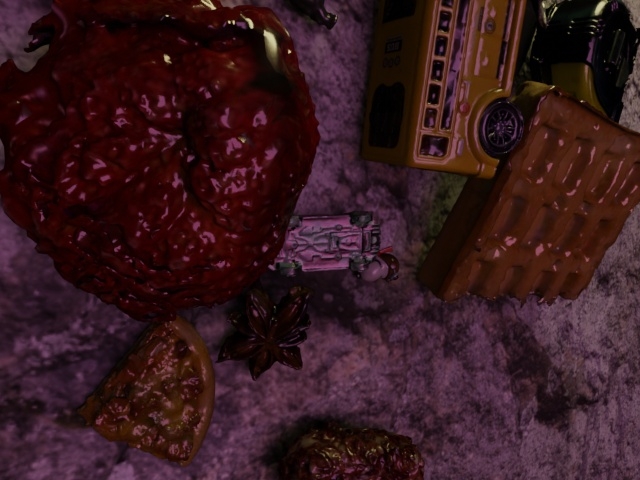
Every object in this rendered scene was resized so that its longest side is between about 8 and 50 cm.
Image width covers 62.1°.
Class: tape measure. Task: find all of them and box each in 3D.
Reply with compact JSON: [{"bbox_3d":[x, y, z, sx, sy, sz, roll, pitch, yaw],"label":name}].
[{"bbox_3d":[0.384,-0.254,0.773,0.186,0.112,0.199,19,85,-44],"label":"tape measure"}]

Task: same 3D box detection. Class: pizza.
[{"bbox_3d":[-0.166,0.164,0.535,0.134,0.046,0.174,-21,111,-29],"label":"pizza"}]

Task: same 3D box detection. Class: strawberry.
[{"bbox_3d":[-0.108,-0.070,0.422,0.274,0.220,0.274,-6,100,-36],"label":"strawberry"}]

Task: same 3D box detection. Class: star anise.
[{"bbox_3d":[-0.055,0.068,0.571,0.097,0.070,0.190,8,118,-7],"label":"star anise"}]

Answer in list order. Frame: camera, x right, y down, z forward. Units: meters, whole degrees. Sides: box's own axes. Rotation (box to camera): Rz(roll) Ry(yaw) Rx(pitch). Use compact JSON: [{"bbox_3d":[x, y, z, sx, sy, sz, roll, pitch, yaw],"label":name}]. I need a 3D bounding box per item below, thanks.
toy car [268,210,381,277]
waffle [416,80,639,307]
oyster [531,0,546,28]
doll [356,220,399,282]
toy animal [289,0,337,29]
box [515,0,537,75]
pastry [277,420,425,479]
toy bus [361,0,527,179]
[{"bbox_3d":[0.000,0.000,0.608,0.142,0.055,0.069,-3,105,-13],"label":"toy car"},{"bbox_3d":[0.329,-0.045,0.751,0.348,0.077,0.304,7,115,-36],"label":"waffle"},{"bbox_3d":[0.253,-0.421,0.628,0.101,0.271,0.275,-10,143,-11],"label":"oyster"},{"bbox_3d":[0.072,0.015,0.672,0.058,0.040,0.085,-5,103,-23],"label":"doll"},{"bbox_3d":[0.012,-0.296,0.561,0.065,0.047,0.135,29,88,-26],"label":"toy animal"},{"bbox_3d":[0.255,-0.304,0.735,0.125,0.027,0.126,18,90,-36],"label":"box"},{"bbox_3d":[0.038,0.284,0.666,0.209,0.097,0.115,16,95,-37],"label":"pastry"},{"bbox_3d":[0.144,-0.242,0.600,0.151,0.145,0.331,1,101,-25],"label":"toy bus"}]
